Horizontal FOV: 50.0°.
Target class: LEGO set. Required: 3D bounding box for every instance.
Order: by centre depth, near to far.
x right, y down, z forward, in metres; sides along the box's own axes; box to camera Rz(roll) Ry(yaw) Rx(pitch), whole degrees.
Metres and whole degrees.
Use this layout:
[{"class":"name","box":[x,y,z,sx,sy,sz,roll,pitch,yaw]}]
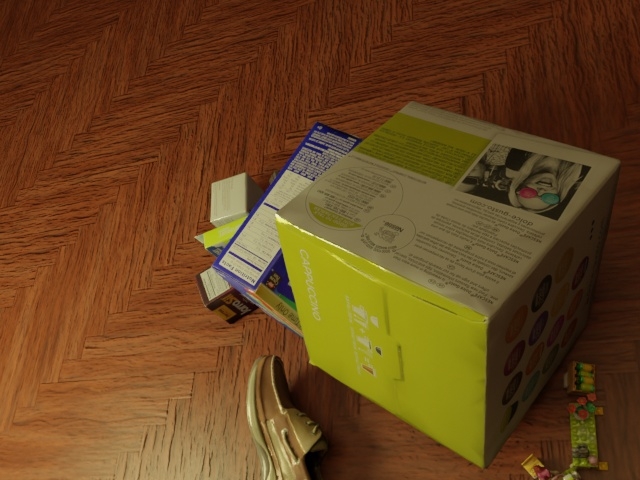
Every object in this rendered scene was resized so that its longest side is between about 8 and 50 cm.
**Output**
[{"class":"LEGO set","box":[0.344,0.303,0.991,0.132,0.107,0.287,33,80,35]}]

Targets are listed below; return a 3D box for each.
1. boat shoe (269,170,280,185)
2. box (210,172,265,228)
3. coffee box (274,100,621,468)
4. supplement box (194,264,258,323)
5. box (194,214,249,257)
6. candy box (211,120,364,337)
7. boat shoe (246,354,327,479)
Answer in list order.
[{"class":"boat shoe","box":[-0.089,-0.103,1.474,0.035,0.035,0.100,-44,53,32]},{"class":"box","box":[-0.169,-0.069,1.447,0.087,0.102,0.101,-16,57,19]},{"class":"coffee box","box":[0.183,0.051,1.010,0.338,0.337,0.334,26,54,34]},{"class":"supplement box","box":[-0.137,0.072,1.351,0.188,0.104,0.081,-32,55,7]},{"class":"box","box":[-0.152,-0.001,1.396,0.178,0.109,0.042,-21,58,14]},{"class":"candy box","box":[0.000,0.000,1.225,0.122,0.268,0.317,28,78,38]},{"class":"boat shoe","box":[-0.043,0.345,1.155,0.116,0.123,0.324,-18,66,11]}]
